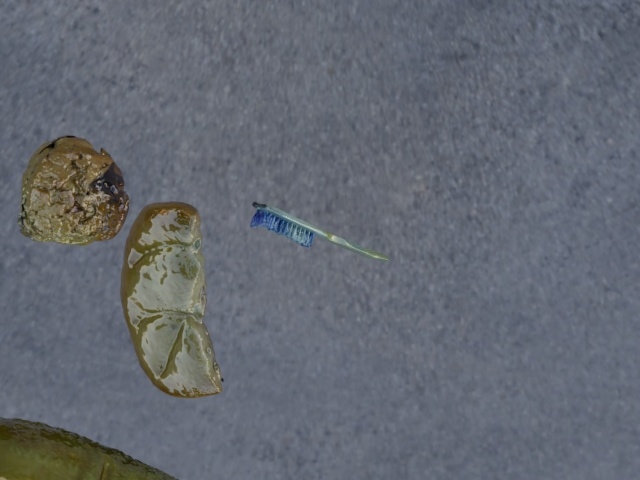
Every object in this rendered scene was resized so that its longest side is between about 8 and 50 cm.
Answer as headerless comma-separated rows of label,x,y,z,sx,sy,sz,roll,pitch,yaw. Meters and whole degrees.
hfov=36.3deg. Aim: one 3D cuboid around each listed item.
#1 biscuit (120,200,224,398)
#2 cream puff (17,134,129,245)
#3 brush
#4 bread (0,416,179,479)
biscuit,-0.206,0.081,1.300,0.154,0.045,0.299,11,119,30
cream puff,-0.265,-0.050,1.056,0.104,0.133,0.119,8,113,23
brush,0.000,0.000,1.080,0.178,0.033,0.030,23,77,-32
bread,-0.235,0.297,0.926,0.376,0.208,0.251,29,159,-28
